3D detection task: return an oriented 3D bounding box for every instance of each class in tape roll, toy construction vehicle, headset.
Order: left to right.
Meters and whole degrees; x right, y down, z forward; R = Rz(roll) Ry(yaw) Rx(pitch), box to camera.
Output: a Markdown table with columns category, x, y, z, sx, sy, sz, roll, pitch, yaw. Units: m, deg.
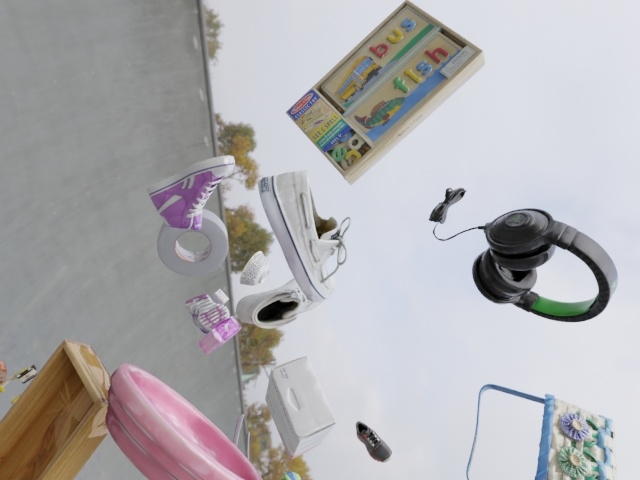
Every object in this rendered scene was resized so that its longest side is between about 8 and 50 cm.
| category | x | y | z | sx | sy | sz | roll | pitch | yaw |
| --- | --- | --- | --- | --- | --- | --- | --- | --- | --- |
| toy construction vehicle | -0.682 | 0.337 | 1.025 | 0.035 | 0.098 | 0.086 | 24 | -38 | 44 |
| tape roll | -0.411 | 0.005 | 1.417 | 0.072 | 0.219 | 0.219 | -116 | -158 | -61 |
| headset | 0.423 | 0.014 | 0.948 | 0.394 | 0.185 | 0.243 | 30 | -32 | 25 |

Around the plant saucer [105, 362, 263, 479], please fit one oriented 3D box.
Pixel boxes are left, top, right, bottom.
| category | x | y | z | sx | sy | sz | roll | pitch | yaw |
| --- | --- | --- | --- | --- | --- | --- | --- | --- | --- |
| plant saucer | -0.243 | 0.350 | 0.755 | 0.332 | 0.084 | 0.332 | 35 | -20 | 15 |

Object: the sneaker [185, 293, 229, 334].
| category | x | y | z | sx | sy | sz | roll | pitch | yaw |
| --- | --- | --- | --- | --- | --- | --- | --- | --- | --- |
| sneaker | -0.349 | 0.254 | 1.387 | 0.236 | 0.095 | 0.105 | 21 | -56 | 54 |

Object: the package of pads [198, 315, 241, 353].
| category | x | y | z | sx | sy | sz | roll | pitch | yaw |
| --- | --- | --- | --- | --- | --- | --- | --- | --- | --- |
| package of pads | -0.177 | 0.167 | 0.767 | 0.032 | 0.050 | 0.083 | 52 | -41 | 3 |

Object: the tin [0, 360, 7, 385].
| category | x | y | z | sx | sy | sz | roll | pitch | yaw |
| --- | --- | --- | --- | --- | --- | --- | --- | --- | --- |
| tin | -0.843 | 0.383 | 1.080 | 0.106 | 0.190 | 0.040 | 32 | -3 | 43 |

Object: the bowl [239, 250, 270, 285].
| category | x | y | z | sx | sy | sz | roll | pitch | yaw |
| --- | --- | --- | --- | --- | --- | --- | --- | --- | --- |
| bowl | -0.275 | 0.139 | 1.933 | 0.080 | 0.170 | 0.170 | 30 | -34 | 10 |

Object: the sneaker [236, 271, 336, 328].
| category | x | y | z | sx | sy | sz | roll | pitch | yaw |
| --- | --- | --- | --- | --- | --- | --- | --- | --- | --- |
| sneaker | -0.058 | 0.158 | 1.139 | 0.169 | 0.292 | 0.108 | -2 | -75 | 65 |

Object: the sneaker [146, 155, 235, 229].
| category | x | y | z | sx | sy | sz | roll | pitch | yaw |
| --- | --- | --- | --- | --- | --- | --- | --- | --- | --- |
| sneaker | -0.323 | -0.119 | 1.178 | 0.161 | 0.282 | 0.102 | 67 | 27 | -6 |

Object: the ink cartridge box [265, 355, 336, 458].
| category | x | y | z | sx | sy | sz | roll | pitch | yaw |
| --- | --- | --- | --- | --- | --- | --- | --- | --- | --- |
| ink cartridge box | -0.073 | 0.537 | 1.392 | 0.226 | 0.131 | 0.306 | 62 | -25 | 27 |

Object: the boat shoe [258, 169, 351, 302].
| category | x | y | z | sx | sy | sz | roll | pitch | yaw |
| --- | --- | --- | --- | --- | --- | --- | --- | --- | --- |
| boat shoe | -0.001 | -0.007 | 0.971 | 0.136 | 0.156 | 0.367 | -97 | 169 | -51 |

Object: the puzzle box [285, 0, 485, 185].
| category | x | y | z | sx | sy | sz | roll | pitch | yaw |
| --- | --- | --- | --- | --- | --- | --- | --- | --- | --- |
| puzzle box | 0.140 | -0.360 | 1.044 | 0.272 | 0.409 | 0.052 | 52 | 7 | 29 |

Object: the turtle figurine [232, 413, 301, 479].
| category | x | y | z | sx | sy | sz | roll | pitch | yaw |
| --- | --- | --- | --- | --- | --- | --- | --- | --- | --- |
| turtle figurine | -0.193 | 0.573 | 0.968 | 0.275 | 0.266 | 0.198 | 50 | -26 | -1 |

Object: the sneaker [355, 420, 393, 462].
| category | x | y | z | sx | sy | sz | roll | pitch | yaw |
| --- | --- | --- | --- | --- | --- | --- | --- | --- | --- |
| sneaker | 0.154 | 0.609 | 1.330 | 0.158 | 0.061 | 0.065 | 21 | -41 | 52 |

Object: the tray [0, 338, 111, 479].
| category | x | y | z | sx | sy | sz | roll | pitch | yaw |
| --- | --- | --- | --- | --- | --- | --- | --- | --- | --- |
| tray | -0.571 | 0.427 | 0.862 | 0.202 | 0.411 | 0.076 | 33 | -7 | 36 |

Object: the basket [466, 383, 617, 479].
| category | x | y | z | sx | sy | sz | roll | pitch | yaw |
| --- | --- | --- | --- | --- | --- | --- | --- | --- | --- |
| basket | 0.494 | 0.466 | 0.988 | 0.201 | 0.288 | 0.255 | 62 | 40 | -39 |

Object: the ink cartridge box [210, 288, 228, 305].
| category | x | y | z | sx | sy | sz | roll | pitch | yaw |
| --- | --- | --- | --- | --- | --- | --- | --- | --- | --- |
| ink cartridge box | -0.341 | 0.195 | 1.486 | 0.048 | 0.028 | 0.083 | 49 | -30 | -2 |
